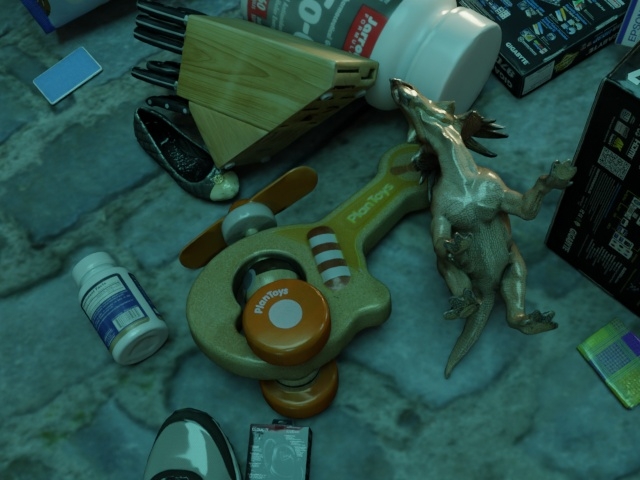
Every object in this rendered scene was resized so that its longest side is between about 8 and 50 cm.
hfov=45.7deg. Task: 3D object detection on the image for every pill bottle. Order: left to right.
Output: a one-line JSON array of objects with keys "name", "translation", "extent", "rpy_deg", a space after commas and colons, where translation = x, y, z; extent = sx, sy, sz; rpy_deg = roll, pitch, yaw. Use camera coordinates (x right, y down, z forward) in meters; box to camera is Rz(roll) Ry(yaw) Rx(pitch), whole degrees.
[{"name": "pill bottle", "translation": [-0.225, 0.072, 0.839], "extent": [0.067, 0.067, 0.120], "rpy_deg": [-36, 66, -10]}, {"name": "pill bottle", "translation": [0.058, -0.256, 0.904], "extent": [0.283, 0.161, 0.161], "rpy_deg": [35, 74, 20]}]

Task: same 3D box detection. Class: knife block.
[{"name": "knife block", "translation": [-0.098, -0.219, 0.875], "extent": [0.275, 0.088, 0.242], "rpy_deg": [-29, 84, 37]}]

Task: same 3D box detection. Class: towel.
[{"name": "towel", "translation": [0.312, 0.127, 0.781], "extent": [0.060, 0.009, 0.083], "rpy_deg": [-33, 65, -8]}]

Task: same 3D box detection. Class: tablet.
[{"name": "tablet", "translation": [-0.340, -0.222, 1.022], "extent": [0.083, 0.006, 0.054], "rpy_deg": [-40, 67, -10]}]

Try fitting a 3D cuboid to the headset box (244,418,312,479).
[{"name": "headset box", "translation": [-0.042, 0.222, 0.767], "extent": [0.062, 0.032, 0.083], "rpy_deg": [1, 65, 6]}]

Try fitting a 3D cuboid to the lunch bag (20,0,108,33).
[{"name": "lunch bag", "translation": [-0.320, -0.532, 1.037], "extent": [0.327, 0.239, 0.386], "rpy_deg": [-24, 53, 2]}]

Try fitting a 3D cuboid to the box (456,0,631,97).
[{"name": "box", "translation": [0.254, -0.308, 0.965], "extent": [0.175, 0.051, 0.220], "rpy_deg": [-32, 66, -8]}]

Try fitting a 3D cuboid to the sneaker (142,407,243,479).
[{"name": "sneaker", "translation": [-0.135, 0.290, 0.707], "extent": [0.100, 0.108, 0.272], "rpy_deg": [-1, 64, 9]}]

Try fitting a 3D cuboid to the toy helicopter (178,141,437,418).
[{"name": "toy helicopter", "translation": [0.000, 0.000, 0.834], "extent": [0.235, 0.140, 0.355], "rpy_deg": [35, 63, 29]}]

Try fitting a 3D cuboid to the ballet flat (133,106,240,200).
[{"name": "ballet flat", "translation": [-0.168, -0.102, 0.922], "extent": [0.173, 0.049, 0.057], "rpy_deg": [35, 75, 20]}]

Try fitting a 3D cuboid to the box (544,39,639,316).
[{"name": "box", "translation": [0.341, -0.005, 0.666], "extent": [0.257, 0.322, 0.079], "rpy_deg": [40, 77, 22]}]

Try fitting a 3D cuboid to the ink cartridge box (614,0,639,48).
[{"name": "ink cartridge box", "translation": [0.522, -0.255, 0.845], "extent": [0.332, 0.165, 0.065], "rpy_deg": [22, 37, 14]}]

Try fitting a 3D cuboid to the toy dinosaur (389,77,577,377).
[{"name": "toy dinosaur", "translation": [0.155, -0.016, 0.783], "extent": [0.127, 0.296, 0.200], "rpy_deg": [-9, 24, -7]}]
